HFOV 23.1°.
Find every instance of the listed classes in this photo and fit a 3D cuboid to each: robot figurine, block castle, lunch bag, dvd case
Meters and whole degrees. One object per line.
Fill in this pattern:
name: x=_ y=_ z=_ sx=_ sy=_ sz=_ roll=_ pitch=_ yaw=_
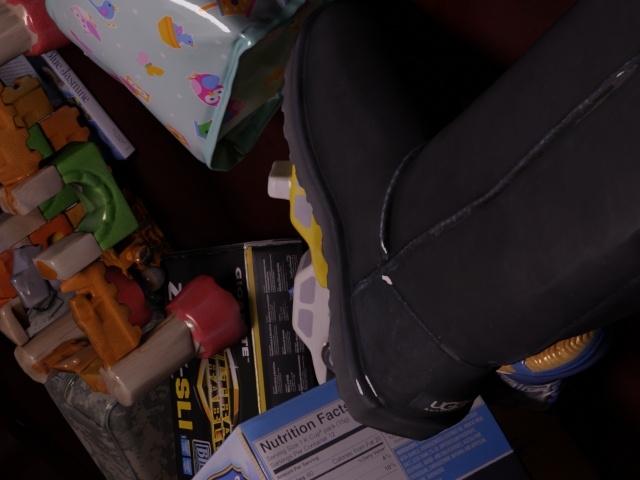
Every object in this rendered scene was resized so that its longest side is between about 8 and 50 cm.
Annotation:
robot figurine: x=-0.300 y=-0.022 z=2.041 sx=0.291 sy=0.085 sz=0.211 roll=20 pitch=148 yaw=45
block castle: x=-0.282 y=-0.061 z=1.703 sx=0.303 sy=0.213 sz=0.453 roll=2 pitch=124 yaw=55
lunch bag: x=-0.121 y=-0.196 z=1.343 sx=0.223 sy=0.160 sz=0.262 roll=39 pitch=152 yaw=8
dvd case: x=-0.340 y=-0.195 z=1.884 sx=0.253 sy=0.022 sz=0.180 roll=52 pitch=157 yaw=-22
lunch bag: x=-0.285 y=0.213 z=2.261 sx=0.256 sy=0.212 sz=0.305 roll=26 pitch=151 yaw=34

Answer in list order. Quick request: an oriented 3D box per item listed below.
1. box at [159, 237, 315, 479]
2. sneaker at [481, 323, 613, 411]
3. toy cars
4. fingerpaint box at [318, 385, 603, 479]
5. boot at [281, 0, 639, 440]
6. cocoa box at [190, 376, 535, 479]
box: x=-0.095 y=0.165 z=1.811 sx=0.257 sy=0.079 sz=0.322 roll=-6 pitch=88 yaw=64
sneaker: x=0.195 y=0.096 z=1.433 sx=0.131 sy=0.112 sz=0.296 roll=32 pitch=164 yaw=-18
toy cars: x=0.000 y=0.000 z=1.447 sx=0.087 sy=0.176 sz=0.393 roll=5 pitch=150 yaw=3
fingerpaint box: x=0.182 y=0.351 z=1.791 sx=0.371 sy=0.163 sz=0.445 roll=52 pitch=157 yaw=-21
boot: x=0.136 y=-0.104 z=1.035 sx=0.445 sy=0.146 sz=0.367 roll=133 pitch=131 yaw=-55
cocoa box: x=0.021 y=0.272 z=1.464 sx=0.228 sy=0.231 sz=0.347 roll=60 pitch=152 yaw=13
